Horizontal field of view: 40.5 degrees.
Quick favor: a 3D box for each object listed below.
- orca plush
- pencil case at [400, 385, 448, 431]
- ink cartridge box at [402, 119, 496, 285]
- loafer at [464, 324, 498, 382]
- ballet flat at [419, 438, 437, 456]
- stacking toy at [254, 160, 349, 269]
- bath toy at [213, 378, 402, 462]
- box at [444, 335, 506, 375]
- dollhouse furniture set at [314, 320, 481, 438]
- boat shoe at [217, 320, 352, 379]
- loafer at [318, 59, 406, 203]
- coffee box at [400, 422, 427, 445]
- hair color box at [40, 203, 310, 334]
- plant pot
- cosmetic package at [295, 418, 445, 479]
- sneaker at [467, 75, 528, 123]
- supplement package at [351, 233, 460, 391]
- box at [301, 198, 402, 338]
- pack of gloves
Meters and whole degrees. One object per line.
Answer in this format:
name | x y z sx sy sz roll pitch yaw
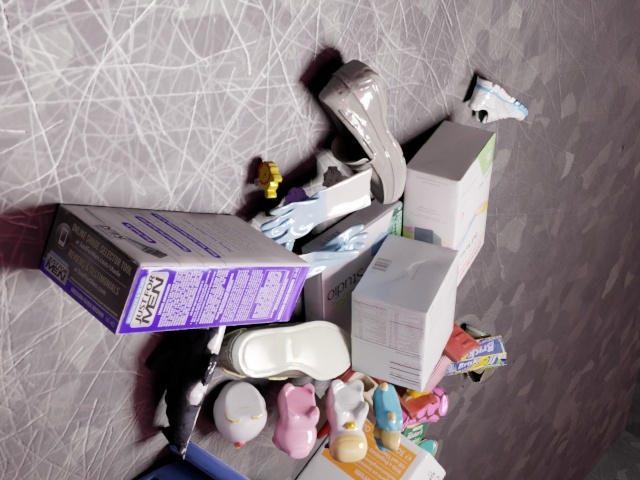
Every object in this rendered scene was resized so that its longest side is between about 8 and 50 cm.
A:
orca plush | -0.235 0.213 1.430 0.151 0.102 0.287 -90 -161 -59
pencil case | 0.236 0.412 2.135 0.095 0.098 0.209 -29 160 35
ink cartridge box | 0.258 -0.037 1.773 0.207 0.119 0.353 -49 148 -43
loafer | 0.418 0.308 2.289 0.087 0.094 0.251 -53 145 -18
ballet flat | 0.256 0.607 2.353 0.168 0.057 0.052 -53 173 -4
stacking toy | -0.058 -0.032 1.476 0.167 0.052 0.221 -2 124 -41
bath toy | -0.029 0.340 1.614 0.348 0.151 0.129 4 145 -13
box | 0.378 0.290 2.174 0.169 0.059 0.054 -10 136 3
dollhouse furniture set | 0.149 0.291 1.813 0.374 0.152 0.201 -20 147 -51
boat shoe | -0.062 0.200 1.580 0.305 0.091 0.109 6 82 -47
loafer | 0.070 -0.169 1.499 0.111 0.112 0.319 -37 139 -11
coffee box | 0.214 0.525 2.235 0.113 0.040 0.184 -1 115 -51
hair color box | -0.196 0.038 1.231 0.339 0.185 0.110 4 112 -52
plant pot | -0.209 0.508 1.526 0.212 0.236 0.236 -50 144 -25
cosmetic package | 0.046 0.619 1.927 0.453 0.230 0.161 -52 144 -13
sneaker | 0.367 -0.280 1.831 0.191 0.071 0.083 18 106 -47
supplement package | 0.161 0.135 1.647 0.194 0.149 0.203 -53 150 -46
box | 0.067 0.093 1.719 0.232 0.058 0.322 -34 139 -33
pack of gloves | 0.000 0.000 1.473 0.232 0.046 0.195 -24 139 -25
